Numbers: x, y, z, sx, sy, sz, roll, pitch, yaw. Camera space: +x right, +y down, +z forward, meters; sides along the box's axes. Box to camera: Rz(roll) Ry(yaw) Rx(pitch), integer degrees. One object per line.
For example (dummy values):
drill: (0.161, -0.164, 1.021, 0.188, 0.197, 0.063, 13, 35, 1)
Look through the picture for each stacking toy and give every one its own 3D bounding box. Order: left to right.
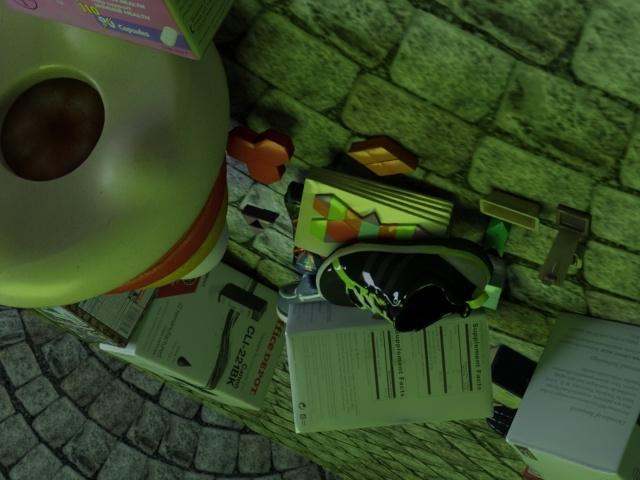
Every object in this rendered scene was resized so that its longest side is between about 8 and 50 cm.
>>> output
stacking toy: (-0.222, -0.053, 1.247, 0.350, 0.351, 0.480, 22, 169, 16)

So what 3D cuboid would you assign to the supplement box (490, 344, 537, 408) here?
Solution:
supplement box: (0.272, 0.200, 1.618, 0.083, 0.056, 0.083, 30, 161, -8)

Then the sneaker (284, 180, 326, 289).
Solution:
sneaker: (0.000, 0.000, 1.410, 0.083, 0.087, 0.221, 18, 159, 24)

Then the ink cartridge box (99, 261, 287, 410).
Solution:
ink cartridge box: (-0.191, 0.139, 1.816, 0.273, 0.197, 0.114, 31, 162, -37)

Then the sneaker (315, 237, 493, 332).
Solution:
sneaker: (0.082, 0.055, 1.240, 0.234, 0.097, 0.084, -11, 133, 38)

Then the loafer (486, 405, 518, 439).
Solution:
loafer: (0.354, 0.321, 1.825, 0.170, 0.062, 0.061, 21, 165, 20)

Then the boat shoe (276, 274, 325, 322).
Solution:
boat shoe: (0.027, 0.071, 1.600, 0.319, 0.116, 0.099, 6, 110, 61)

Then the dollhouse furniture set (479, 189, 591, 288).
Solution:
dollhouse furniture set: (0.212, 0.009, 1.157, 0.114, 0.081, 0.091, 21, 160, 18)

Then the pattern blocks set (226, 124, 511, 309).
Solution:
pattern blocks set: (0.057, -0.014, 1.274, 0.324, 0.026, 0.285, 10, 143, 18)

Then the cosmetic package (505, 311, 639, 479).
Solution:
cosmetic package: (0.347, 0.210, 1.345, 0.151, 0.184, 0.151, 10, 156, 41)

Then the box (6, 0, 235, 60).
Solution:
box: (-0.197, -0.280, 0.889, 0.213, 0.117, 0.243, 19, 159, 23)

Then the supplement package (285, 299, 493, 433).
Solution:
supplement package: (0.085, 0.147, 1.394, 0.244, 0.134, 0.139, -5, -168, 1)

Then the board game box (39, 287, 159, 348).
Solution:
board game box: (-0.370, -0.016, 1.642, 0.141, 0.232, 0.291, 4, 150, 50)

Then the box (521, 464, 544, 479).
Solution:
box: (0.448, 0.359, 1.687, 0.256, 0.128, 0.123, 23, 161, 13)
